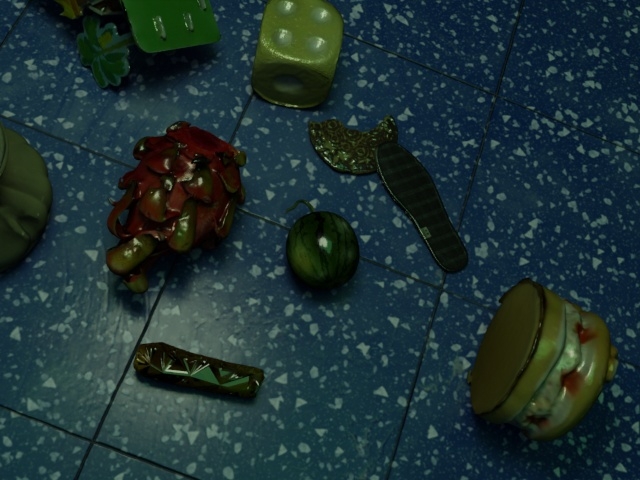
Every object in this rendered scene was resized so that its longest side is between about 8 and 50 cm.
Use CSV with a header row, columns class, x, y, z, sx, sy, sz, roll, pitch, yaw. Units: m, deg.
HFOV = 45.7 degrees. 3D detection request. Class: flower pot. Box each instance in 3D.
class,x,y,z,sx,sy,sz,roll,pitch,yaw
flower pot,-0.622,-0.099,1.282,0.307,0.244,0.308,4,66,-10

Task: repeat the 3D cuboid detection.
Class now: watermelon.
class,x,y,z,sx,sy,sz,roll,pitch,yaw
watermelon,0.000,0.000,1.424,0.140,0.141,0.187,-7,66,-14

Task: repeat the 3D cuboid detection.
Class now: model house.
class,x,y,z,sx,sy,sz,roll,pitch,yaw
model house,-0.408,-0.497,1.510,0.242,0.312,0.358,-31,107,-48

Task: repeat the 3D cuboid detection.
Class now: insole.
class,x,y,z,sx,sy,sz,roll,pitch,yaw
insole,0.207,-0.073,1.558,0.110,0.012,0.310,-20,76,-24

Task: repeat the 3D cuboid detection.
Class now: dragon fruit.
class,x,y,z,sx,sy,sz,roll,pitch,yaw
dragon fruit,-0.268,-0.073,1.361,0.227,0.243,0.307,18,35,39

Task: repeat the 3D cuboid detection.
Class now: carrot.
class,x,y,z,sx,sy,sz,roll,pitch,yaw
carrot,-0.210,0.229,1.328,0.228,0.069,0.069,15,66,-7

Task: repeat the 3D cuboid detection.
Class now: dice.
class,x,y,z,sx,sy,sz,roll,pitch,yaw
dice,-0.049,-0.386,1.558,0.166,0.169,0.169,12,67,-7

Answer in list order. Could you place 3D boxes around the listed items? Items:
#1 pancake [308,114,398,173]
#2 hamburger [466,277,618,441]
class,x,y,z,sx,sy,sz,roll,pitch,yaw
pancake,0.068,-0.219,1.595,0.190,0.020,0.184,28,66,0
hamburger,0.402,0.215,1.374,0.186,0.261,0.303,24,24,-7
